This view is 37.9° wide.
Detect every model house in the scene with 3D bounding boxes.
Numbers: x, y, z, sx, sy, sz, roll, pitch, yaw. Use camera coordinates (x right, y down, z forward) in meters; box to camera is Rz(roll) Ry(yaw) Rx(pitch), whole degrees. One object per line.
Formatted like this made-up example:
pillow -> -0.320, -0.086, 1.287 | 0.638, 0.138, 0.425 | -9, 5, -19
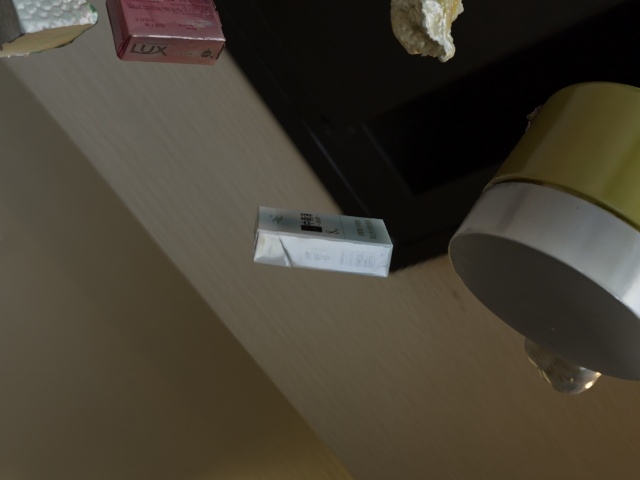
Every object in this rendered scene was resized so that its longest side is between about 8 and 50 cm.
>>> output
model house -> -0.278, -0.233, 0.875 | 0.087, 0.100, 0.100 | -23, -173, -41

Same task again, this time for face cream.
face cream -> 0.255, -0.008, 0.850 | 0.179, 0.218, 0.218 | -53, -153, -16

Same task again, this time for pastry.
pastry -> 0.172, -0.362, 1.446 | 0.089, 0.121, 0.258 | -21, -151, 32

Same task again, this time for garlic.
garlic -> 0.538, 0.191, 1.911 | 0.212, 0.219, 0.218 | -15, -163, -19

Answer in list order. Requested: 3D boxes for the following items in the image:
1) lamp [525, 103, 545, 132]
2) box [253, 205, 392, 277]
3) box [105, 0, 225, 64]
lamp -> 0.378, -0.104, 1.240 | 0.215, 0.223, 0.151 | 29, -96, 33
box -> 0.000, 0.000, 1.687 | 0.242, 0.067, 0.155 | 7, -163, -4
box -> -0.218, -0.307, 1.312 | 0.060, 0.156, 0.111 | -53, -132, 49
